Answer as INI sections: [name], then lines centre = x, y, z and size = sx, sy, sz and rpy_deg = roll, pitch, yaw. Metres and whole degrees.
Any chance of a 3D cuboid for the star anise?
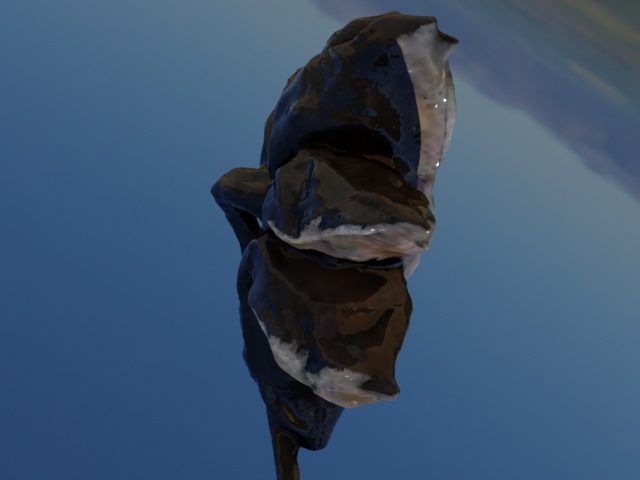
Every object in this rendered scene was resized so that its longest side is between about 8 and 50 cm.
[star anise]
centre = 0.000, 0.000, 1.155
size = 0.139, 0.316, 0.359
rpy_deg = 7, -138, -6
